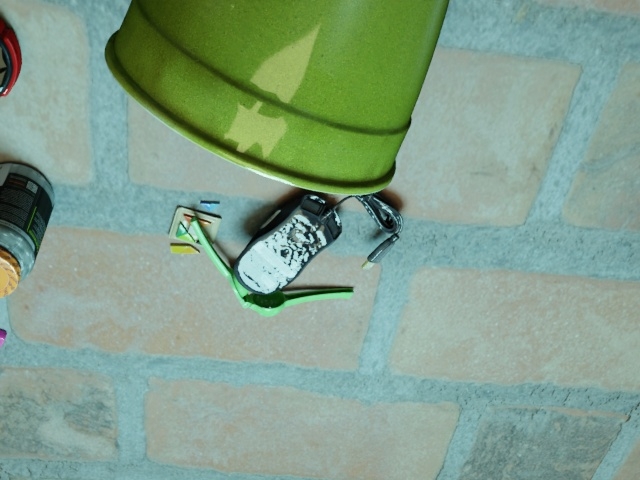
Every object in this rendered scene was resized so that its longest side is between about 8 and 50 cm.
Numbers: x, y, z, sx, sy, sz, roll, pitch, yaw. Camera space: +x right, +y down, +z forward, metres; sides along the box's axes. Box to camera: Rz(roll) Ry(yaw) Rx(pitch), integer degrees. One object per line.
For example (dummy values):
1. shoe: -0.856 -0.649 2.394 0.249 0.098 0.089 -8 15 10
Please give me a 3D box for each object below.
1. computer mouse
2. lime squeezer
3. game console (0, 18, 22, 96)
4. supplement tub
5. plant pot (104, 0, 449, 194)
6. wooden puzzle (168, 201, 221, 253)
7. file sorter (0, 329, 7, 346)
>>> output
1. computer mouse: 0.000 0.000 1.399 0.184 0.060 0.262 37 106 -24
2. lime squeezer: -0.100 0.068 1.458 0.310 0.059 0.110 26 132 -25
3. game console: -0.617 -0.226 1.127 0.386 0.060 0.342 -39 119 3
4. supplement tub: -0.461 -0.014 1.299 0.116 0.190 0.117 0 131 0
5. plant pot: -0.005 -0.299 0.982 0.366 0.366 0.353 19 117 -16
6. wooden puzzle: -0.199 -0.017 1.416 0.078 0.014 0.116 9 130 -8
7. file sorter: -0.709 0.273 1.554 0.202 0.182 0.291 24 127 -21
